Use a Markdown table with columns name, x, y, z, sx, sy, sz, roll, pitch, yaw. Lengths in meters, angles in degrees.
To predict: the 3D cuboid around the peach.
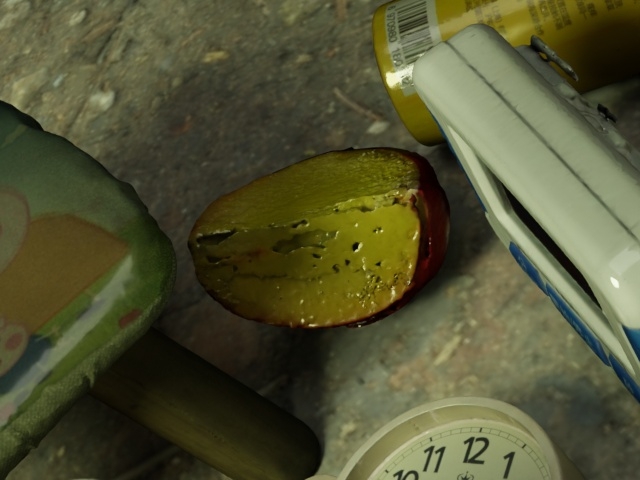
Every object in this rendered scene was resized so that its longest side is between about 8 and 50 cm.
| name | x | y | z | sx | sy | sz | roll | pitch | yaw |
| --- | --- | --- | --- | --- | --- | --- | --- | --- | --- |
| peach | 0.002 | 0.006 | 1.141 | 0.172 | 0.092 | 0.127 | -24 | 27 | -18 |

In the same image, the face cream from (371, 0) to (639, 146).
| name | x | y | z | sx | sy | sz | roll | pitch | yaw |
| --- | --- | --- | --- | --- | --- | --- | --- | --- | --- |
| face cream | 0.209 | -0.163 | 1.151 | 0.349 | 0.105 | 0.105 | -19 | 46 | 21 |

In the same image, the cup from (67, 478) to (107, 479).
| name | x | y | z | sx | sy | sz | roll | pitch | yaw |
| --- | --- | --- | --- | --- | --- | --- | --- | --- | --- |
| cup | -0.053 | 0.243 | 0.850 | 0.203 | 0.288 | 0.203 | -20 | 44 | 21 |

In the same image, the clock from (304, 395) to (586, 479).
| name | x | y | z | sx | sy | sz | roll | pitch | yaw |
| --- | --- | --- | --- | --- | --- | --- | --- | --- | --- |
| clock | 0.077 | 0.168 | 0.995 | 0.229 | 0.063 | 0.155 | -3 | 56 | 37 |

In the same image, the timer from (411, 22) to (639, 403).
| name | x | y | z | sx | sy | sz | roll | pitch | yaw |
| --- | --- | --- | --- | --- | --- | --- | --- | --- | --- |
| timer | 0.156 | -0.007 | 1.001 | 0.078 | 0.178 | 0.253 | -34 | 43 | -1 |

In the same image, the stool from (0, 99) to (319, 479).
| name | x | y | z | sx | sy | sz | roll | pitch | yaw |
| --- | --- | --- | --- | --- | --- | --- | --- | --- | --- |
| stool | -0.212 | 0.106 | 1.128 | 0.310 | 0.226 | 0.310 | -46 | 43 | -9 |
